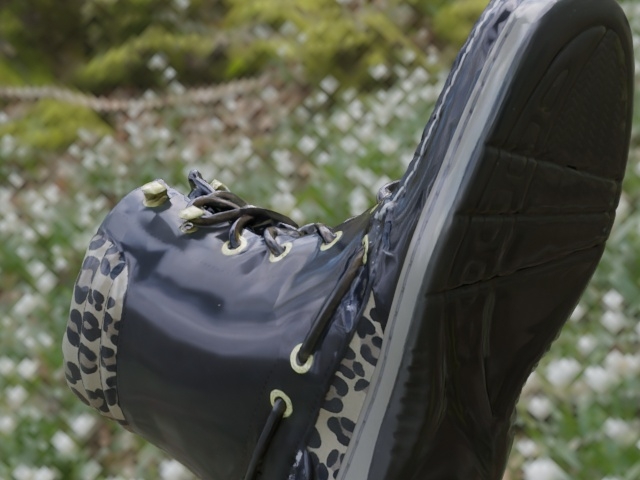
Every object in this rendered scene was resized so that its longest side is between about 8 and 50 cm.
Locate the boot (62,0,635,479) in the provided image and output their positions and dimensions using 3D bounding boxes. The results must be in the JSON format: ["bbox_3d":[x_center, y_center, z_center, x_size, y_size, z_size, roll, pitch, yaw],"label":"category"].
[{"bbox_3d":[-0.002,0.001,0.685,0.085,0.178,0.236,0,-66,-46],"label":"boot"}]
